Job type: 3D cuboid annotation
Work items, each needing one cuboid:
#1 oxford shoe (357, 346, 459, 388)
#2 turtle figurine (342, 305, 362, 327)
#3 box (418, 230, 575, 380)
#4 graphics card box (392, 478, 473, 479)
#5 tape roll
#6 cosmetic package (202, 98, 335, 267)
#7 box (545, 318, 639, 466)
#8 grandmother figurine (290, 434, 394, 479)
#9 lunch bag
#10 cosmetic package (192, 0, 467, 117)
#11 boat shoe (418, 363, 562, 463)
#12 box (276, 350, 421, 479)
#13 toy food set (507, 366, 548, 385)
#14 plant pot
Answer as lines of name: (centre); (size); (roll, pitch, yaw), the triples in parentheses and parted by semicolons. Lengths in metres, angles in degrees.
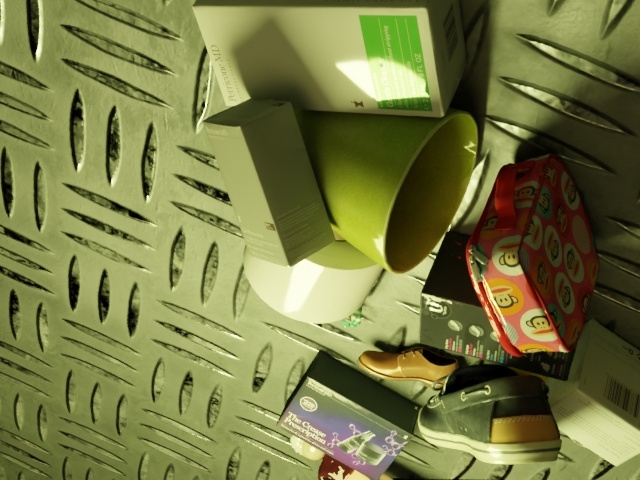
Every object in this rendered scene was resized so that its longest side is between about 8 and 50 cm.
oxford shoe: (0.182, 0.247, 2.002); (0.212, 0.076, 0.076); (8, 120, 10)
turtle figurine: (0.023, 0.091, 1.880); (0.175, 0.118, 0.234); (35, 162, 19)
box: (0.323, 0.112, 1.709); (0.270, 0.165, 0.143); (13, 137, 16)
graphics card box: (0.301, 0.677, 2.341); (0.371, 0.094, 0.232); (-7, 128, 35)
tape roll: (0.000, 0.000, 1.713); (0.246, 0.246, 0.169); (28, 139, 1)
cosmetic package: (-0.078, -0.090, 1.485); (0.127, 0.107, 0.238); (13, 130, 56)
box: (0.512, 0.274, 1.756); (0.181, 0.182, 0.119); (33, 136, -6)
grandmother figurine: (0.075, 0.543, 2.275); (0.342, 0.207, 0.104); (35, 173, 17)
lunch bag: (0.328, 0.006, 1.506); (0.120, 0.293, 0.258); (-11, 122, 34)
cosmetic package: (0.019, -0.311, 1.462); (0.366, 0.155, 0.197); (5, 137, 23)
boat shoe: (0.296, 0.301, 1.766); (0.187, 0.155, 0.500); (-3, 174, -8)
box: (0.061, 0.390, 2.153); (0.261, 0.103, 0.184); (29, 124, -1)
toy food set: (0.402, 0.322, 1.946); (0.128, 0.071, 0.217); (1, 131, 28)
plant pot: (0.057, -0.130, 1.567); (0.294, 0.275, 0.274); (27, 141, 25)
